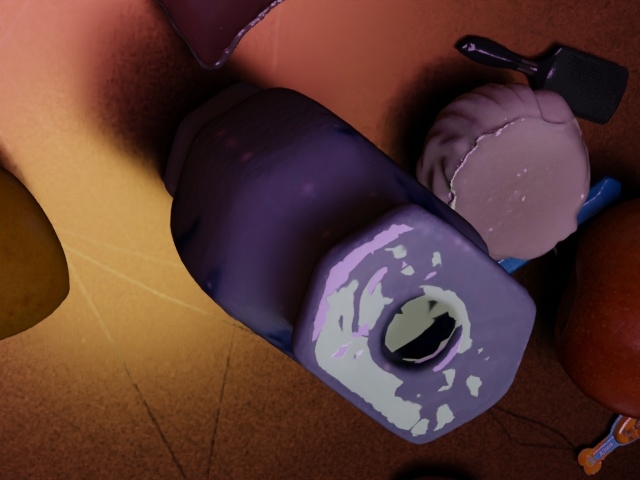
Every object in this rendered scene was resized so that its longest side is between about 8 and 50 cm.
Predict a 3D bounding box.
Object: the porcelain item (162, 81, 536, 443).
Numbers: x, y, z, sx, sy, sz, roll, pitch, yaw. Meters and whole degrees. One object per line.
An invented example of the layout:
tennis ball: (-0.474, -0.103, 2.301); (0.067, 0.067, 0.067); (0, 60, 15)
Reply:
porcelain item: (0.000, 0.000, 1.206); (0.242, 0.405, 0.178); (37, 92, -29)

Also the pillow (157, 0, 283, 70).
pillow: (-0.078, -0.263, 1.259); (0.179, 0.075, 0.171); (-38, 119, -3)

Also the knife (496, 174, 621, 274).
knife: (0.182, 0.027, 1.489); (0.296, 0.026, 0.044); (-35, 116, 3)

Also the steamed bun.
steamed bun: (0.170, -0.068, 1.417); (0.183, 0.106, 0.183); (-7, 114, -15)

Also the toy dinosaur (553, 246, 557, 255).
toy dinosaur: (0.205, -0.003, 1.504); (0.062, 0.021, 0.083); (-29, 114, 0)

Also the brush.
brush: (0.219, -0.167, 1.447); (0.193, 0.016, 0.063); (15, 104, -26)

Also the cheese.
cheese: (0.335, 0.219, 1.644); (0.111, 0.017, 0.047); (-41, 116, -2)

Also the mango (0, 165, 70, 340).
mango: (-0.365, 0.020, 1.210); (0.317, 0.173, 0.211); (-7, 113, -26)

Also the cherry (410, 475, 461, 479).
cherry: (0.139, 0.307, 1.562); (0.126, 0.087, 0.106); (16, 100, -29)

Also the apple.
apple: (0.327, 0.067, 1.481); (0.173, 0.210, 0.235); (4, 101, 6)
